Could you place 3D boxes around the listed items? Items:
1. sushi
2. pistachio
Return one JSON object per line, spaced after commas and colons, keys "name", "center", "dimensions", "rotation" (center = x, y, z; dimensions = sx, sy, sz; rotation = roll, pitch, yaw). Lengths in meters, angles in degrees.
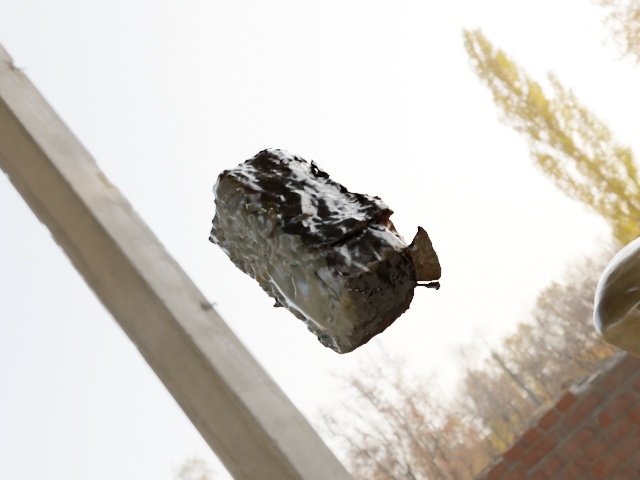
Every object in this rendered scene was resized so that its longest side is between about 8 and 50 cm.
{"name": "sushi", "center": [0.000, 0.000, 1.125], "dimensions": [0.182, 0.343, 0.196], "rotation": [-41, -30, -23]}
{"name": "pistachio", "center": [0.455, 0.050, 1.024], "dimensions": [0.293, 0.162, 0.181], "rotation": [-24, -28, -16]}
